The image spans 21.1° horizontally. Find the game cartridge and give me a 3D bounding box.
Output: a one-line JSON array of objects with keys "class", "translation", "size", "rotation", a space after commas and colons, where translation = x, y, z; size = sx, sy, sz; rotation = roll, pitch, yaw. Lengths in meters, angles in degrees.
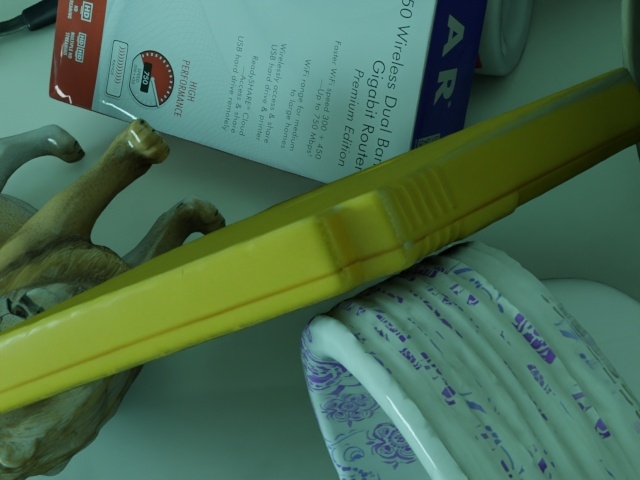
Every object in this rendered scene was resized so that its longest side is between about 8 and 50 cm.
[{"class": "game cartridge", "translation": [0.000, 0.000, 0.950], "size": [0.285, 0.053, 0.323], "rotation": [-21, 5, 35]}]

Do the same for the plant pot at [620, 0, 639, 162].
[{"class": "plant pot", "translation": [0.354, -0.081, 0.952], "size": [0.280, 0.323, 0.323], "rotation": [-15, 47, -8]}]

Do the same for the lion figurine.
[{"class": "lion figurine", "translation": [-0.228, 0.006, 1.146], "size": [0.240, 0.142, 0.392], "rotation": [-47, 40, -17]}]

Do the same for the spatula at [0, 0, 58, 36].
[{"class": "spatula", "translation": [-0.258, -0.173, 1.361], "size": [0.296, 0.030, 0.084], "rotation": [-21, 45, -5]}]

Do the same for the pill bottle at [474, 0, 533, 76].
[{"class": "pill bottle", "translation": [0.055, -0.180, 1.240], "size": [0.180, 0.108, 0.108], "rotation": [8, 51, 20]}]

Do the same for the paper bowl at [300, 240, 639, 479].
[{"class": "paper bowl", "translation": [0.116, 0.133, 0.827], "size": [0.148, 0.284, 0.284], "rotation": [-28, 49, -12]}]

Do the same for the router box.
[{"class": "router box", "translation": [-0.028, -0.226, 1.163], "size": [0.301, 0.336, 0.082], "rotation": [18, 19, 27]}]
